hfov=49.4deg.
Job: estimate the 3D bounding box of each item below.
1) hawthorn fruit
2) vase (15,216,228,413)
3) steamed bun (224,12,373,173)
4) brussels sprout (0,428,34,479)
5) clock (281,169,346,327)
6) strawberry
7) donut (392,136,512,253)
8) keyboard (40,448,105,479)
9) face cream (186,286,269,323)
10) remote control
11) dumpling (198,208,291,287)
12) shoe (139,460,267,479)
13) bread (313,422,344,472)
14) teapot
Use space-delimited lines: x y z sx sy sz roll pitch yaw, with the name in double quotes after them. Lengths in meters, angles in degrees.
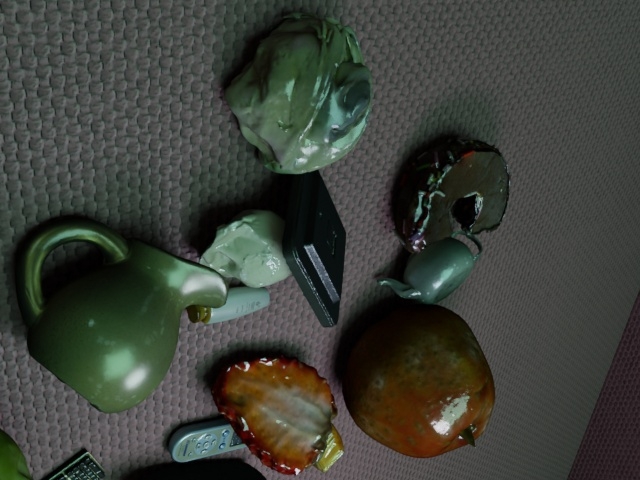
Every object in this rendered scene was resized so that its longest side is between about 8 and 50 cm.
0.267 0.379 1.785 0.403 0.403 0.402 -22 129 -30 "hawthorn fruit"
-0.363 0.101 1.191 0.329 0.241 0.302 47 68 -21 "vase"
-0.003 -0.250 1.269 0.268 0.207 0.280 -42 138 -14 "steamed bun"
-0.633 0.436 1.069 0.425 0.343 0.360 41 59 -51 "brussels sprout"
0.001 0.000 1.423 0.049 0.278 0.273 -9 138 17 "clock"
-0.122 0.394 1.615 0.336 0.149 0.265 35 53 -28 "strawberry"
0.319 -0.123 1.689 0.345 0.136 0.259 -19 122 -33 "donut"
-0.586 0.546 1.394 0.317 0.027 0.106 -36 135 -19 "keyboard"
-0.192 0.134 1.461 0.182 0.051 0.072 -10 123 -39 "face cream"
-0.244 0.458 1.629 0.244 0.047 0.087 0 112 -41 "remote control"
-0.137 0.027 1.389 0.193 0.147 0.258 -36 152 28 "dumpling"
-0.300 0.654 1.613 0.384 0.171 0.237 13 103 -53 "shoe"
-0.010 0.510 1.808 0.114 0.132 0.190 -42 139 -14 "bread"
0.296 0.071 1.785 0.294 0.129 0.193 -34 158 -21 "teapot"
